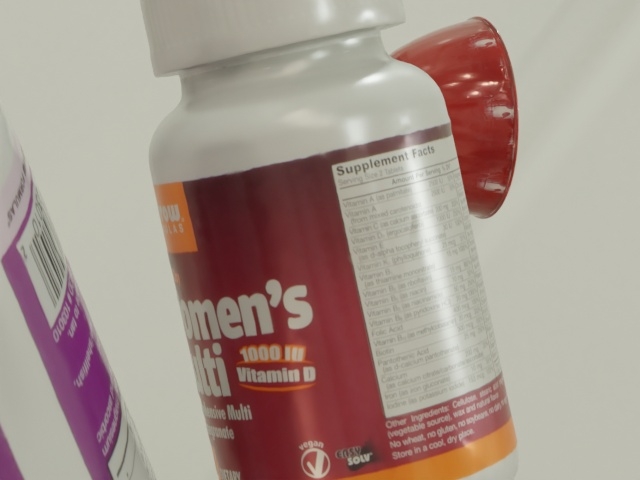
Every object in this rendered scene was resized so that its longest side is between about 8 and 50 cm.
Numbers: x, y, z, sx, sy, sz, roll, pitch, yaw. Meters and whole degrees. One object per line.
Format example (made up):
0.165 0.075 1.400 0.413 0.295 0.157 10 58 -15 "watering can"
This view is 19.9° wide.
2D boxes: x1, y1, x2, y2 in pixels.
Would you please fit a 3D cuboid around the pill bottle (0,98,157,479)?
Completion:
-0.144 0.094 0.639 0.169 0.169 0.301 38 -29 50 "pill bottle"

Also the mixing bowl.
0.097 -0.108 1.621 0.098 0.181 0.181 -3 15 -17 "mixing bowl"

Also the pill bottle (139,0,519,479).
0.000 0.000 0.724 0.121 0.121 0.221 -133 -150 -85 "pill bottle"
